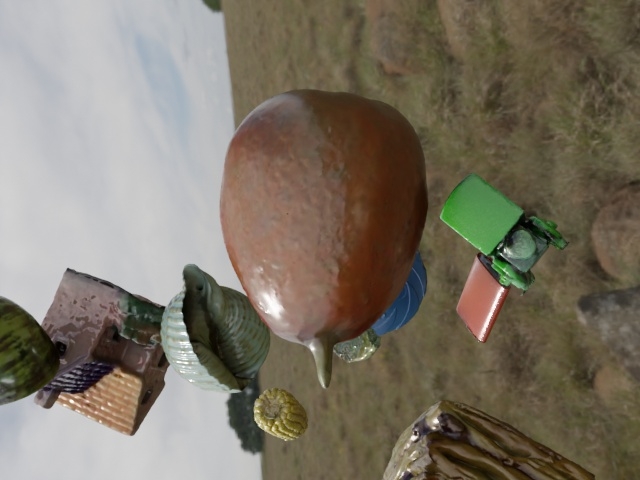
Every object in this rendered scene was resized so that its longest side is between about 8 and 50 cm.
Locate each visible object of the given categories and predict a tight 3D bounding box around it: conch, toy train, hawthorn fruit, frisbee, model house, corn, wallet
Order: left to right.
[{"bbox_3d":[-0.483,0.157,0.934,0.187,0.181,0.124,38,157,41],"label":"conch"},{"bbox_3d":[-0.365,0.201,1.161,0.237,0.202,0.237,71,-137,-76],"label":"model house"},{"bbox_3d":[-0.124,0.109,0.741,0.153,0.102,0.135,40,-153,-32],"label":"conch"},{"bbox_3d":[-0.083,0.376,1.438,0.244,0.093,0.093,75,-175,-67],"label":"corn"},{"bbox_3d":[0.000,0.000,0.572,0.199,0.199,0.251,96,176,-68],"label":"hawthorn fruit"},{"bbox_3d":[0.101,0.085,1.389,0.045,0.242,0.242,-57,-40,-82],"label":"frisbee"},{"bbox_3d":[0.429,0.151,1.768,0.142,0.045,0.204,-119,30,-44],"label":"wallet"},{"bbox_3d":[0.205,-0.006,0.741,0.119,0.085,0.251,40,-170,15],"label":"toy train"}]

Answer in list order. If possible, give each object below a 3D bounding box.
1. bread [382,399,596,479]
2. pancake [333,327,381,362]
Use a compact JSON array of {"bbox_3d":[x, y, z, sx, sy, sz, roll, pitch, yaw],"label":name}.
[{"bbox_3d":[0.212,0.399,0.948,0.167,0.277,0.325,-53,-14,-44],"label":"bread"},{"bbox_3d":[0.057,0.081,1.157,0.253,0.037,0.254,-176,90,-66],"label":"pancake"}]
